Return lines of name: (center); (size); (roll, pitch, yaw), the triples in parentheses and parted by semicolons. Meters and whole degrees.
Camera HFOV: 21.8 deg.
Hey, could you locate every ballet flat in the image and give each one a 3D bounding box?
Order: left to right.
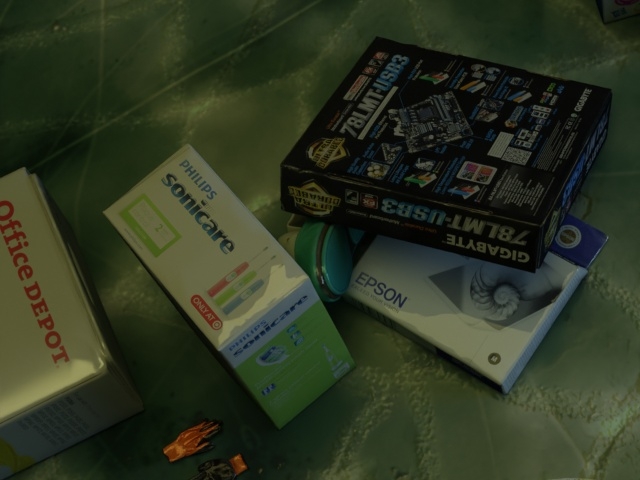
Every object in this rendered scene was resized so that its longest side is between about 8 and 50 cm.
ballet flat: (0.000, 0.000, 1.843); (0.087, 0.083, 0.247); (-9, 26, 19)

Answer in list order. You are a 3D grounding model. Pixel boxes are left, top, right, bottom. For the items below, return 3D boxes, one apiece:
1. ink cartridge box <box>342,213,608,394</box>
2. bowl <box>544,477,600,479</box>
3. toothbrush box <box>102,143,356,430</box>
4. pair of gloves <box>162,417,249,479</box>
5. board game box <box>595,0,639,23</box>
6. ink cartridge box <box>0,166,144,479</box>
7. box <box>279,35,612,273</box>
ink cartridge box: (0.173, 0.025, 1.862); (0.223, 0.045, 0.224); (29, 75, 21)
bowl: (0.268, 0.316, 1.683); (0.170, 0.170, 0.080); (10, 113, 15)
toothbrush box: (-0.090, 0.056, 1.770); (0.122, 0.283, 0.206); (-39, 66, -7)
pair of gloves: (-0.128, 0.242, 1.847); (0.074, 0.010, 0.083); (-33, 67, -5)
board game box: (0.444, -0.389, 1.844); (0.302, 0.308, 0.086); (-16, 66, 5)
ink cartridge box: (-0.429, 0.137, 1.869); (0.385, 0.160, 0.279); (-26, 65, -1)
box: (0.144, -0.103, 1.837); (0.293, 0.073, 0.295); (13, 38, 18)
